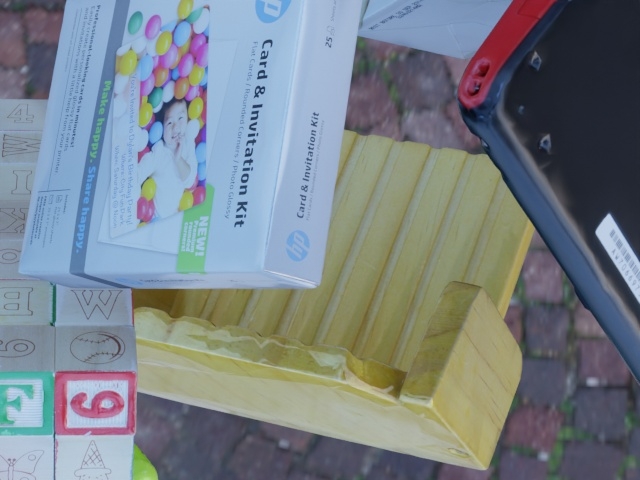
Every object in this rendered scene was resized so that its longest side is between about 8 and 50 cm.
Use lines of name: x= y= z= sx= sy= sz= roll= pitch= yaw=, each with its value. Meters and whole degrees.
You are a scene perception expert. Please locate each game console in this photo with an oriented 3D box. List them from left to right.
game console: x=0.268 y=-0.083 z=1.207 sx=0.060 sy=0.342 sz=0.386 roll=12 pitch=147 yaw=50

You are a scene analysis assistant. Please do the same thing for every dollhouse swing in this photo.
dollhouse swing: x=0.000 y=0.000 z=1.495 sx=0.347 sy=0.315 sz=0.305 roll=11 pitch=74 yaw=20

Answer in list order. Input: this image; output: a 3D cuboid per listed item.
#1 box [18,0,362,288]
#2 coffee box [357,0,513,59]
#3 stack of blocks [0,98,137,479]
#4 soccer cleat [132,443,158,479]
box: x=-0.064 y=-0.051 z=0.811 sx=0.186 sy=0.038 sz=0.145 roll=-1 pitch=77 yaw=46
coffee box: x=0.110 y=-0.306 z=1.299 sx=0.119 sy=0.297 sz=0.168 roll=9 pitch=164 yaw=-29
stack of blocks: x=-0.160 y=0.058 z=1.061 sx=0.087 sy=0.297 sz=0.171 roll=0 pitch=123 yaw=-8
soccer cleat: x=-0.213 y=0.226 z=1.413 sx=0.179 sy=0.072 sz=0.060 roll=-32 pitch=136 yaw=-5
